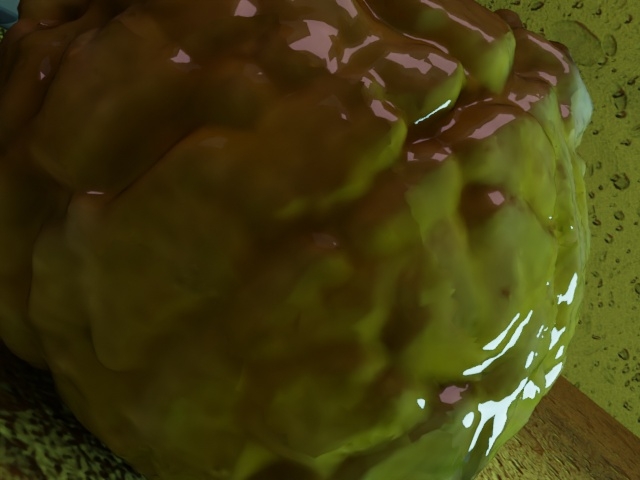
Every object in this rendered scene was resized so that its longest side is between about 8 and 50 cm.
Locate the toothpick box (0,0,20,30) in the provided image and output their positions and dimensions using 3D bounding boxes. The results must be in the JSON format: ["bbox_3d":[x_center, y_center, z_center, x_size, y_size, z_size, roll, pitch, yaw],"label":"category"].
[{"bbox_3d":[-0.427,-0.379,1.368,0.229,0.229,0.316,43,11,21],"label":"toothpick box"}]

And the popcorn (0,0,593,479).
[{"bbox_3d":[-0.011,-0.005,0.673,0.390,0.344,0.354,11,44,-49],"label":"popcorn"}]
